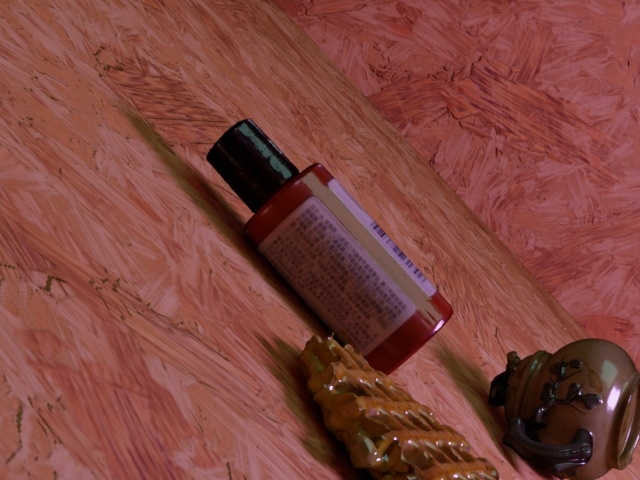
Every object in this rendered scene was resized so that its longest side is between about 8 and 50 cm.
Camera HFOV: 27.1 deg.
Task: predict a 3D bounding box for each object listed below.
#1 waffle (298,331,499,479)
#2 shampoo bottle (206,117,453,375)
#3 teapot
[{"bbox_3d":[0.074,0.178,1.110,0.238,0.059,0.243,38,12,-26],"label":"waffle"},{"bbox_3d":[0.000,0.000,1.285,0.278,0.104,0.104,48,11,2],"label":"shampoo bottle"},{"bbox_3d":[0.286,0.200,1.600,0.182,0.173,0.269,15,25,26],"label":"teapot"}]
